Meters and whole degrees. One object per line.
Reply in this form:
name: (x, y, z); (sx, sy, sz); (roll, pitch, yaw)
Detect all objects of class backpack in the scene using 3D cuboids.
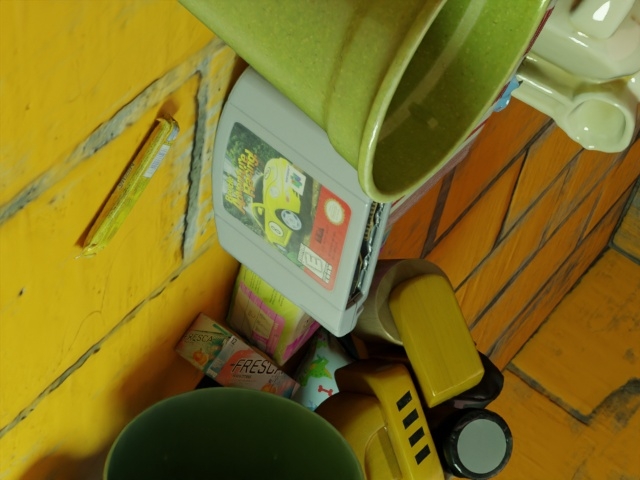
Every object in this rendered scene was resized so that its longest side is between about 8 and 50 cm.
backpack: (0.055, 0.277, 2.205); (0.273, 0.290, 0.355); (-44, 170, -49)

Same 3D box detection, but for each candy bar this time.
candy bar: (-0.177, -0.048, 1.367); (0.161, 0.018, 0.040); (-58, 167, 6)

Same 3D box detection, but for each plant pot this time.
plant pot: (0.021, -0.213, 1.194); (0.276, 0.254, 0.276); (-48, 161, -22)
plant pot: (-0.107, 0.354, 1.699); (0.293, 0.293, 0.235); (-39, 149, -43)

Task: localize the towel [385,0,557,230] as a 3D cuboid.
towel: (0.121, -0.120, 1.515); (0.237, 0.037, 0.329); (-43, 169, -32)

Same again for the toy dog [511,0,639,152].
toy dog: (0.327, -0.375, 1.724); (0.395, 0.285, 0.407); (90, 26, -74)

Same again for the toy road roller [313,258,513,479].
toy road roller: (0.079, 0.203, 1.928); (0.241, 0.329, 0.202); (-21, -174, -21)

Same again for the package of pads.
package of pads: (0.000, 0.000, 1.767); (0.229, 0.101, 0.296); (-45, 167, -31)

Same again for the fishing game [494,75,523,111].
fishing game: (0.138, -0.184, 1.707); (0.264, 0.189, 0.041); (115, -24, -64)

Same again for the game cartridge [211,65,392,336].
game cartridge: (-0.023, -0.047, 1.480); (0.060, 0.196, 0.294); (-36, 154, -31)

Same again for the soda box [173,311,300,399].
soda box: (-0.099, 0.155, 1.792); (0.058, 0.063, 0.183); (-54, 144, -4)

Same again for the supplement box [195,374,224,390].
supplement box: (-0.110, 0.186, 1.923); (0.083, 0.056, 0.083); (-54, 163, -3)
